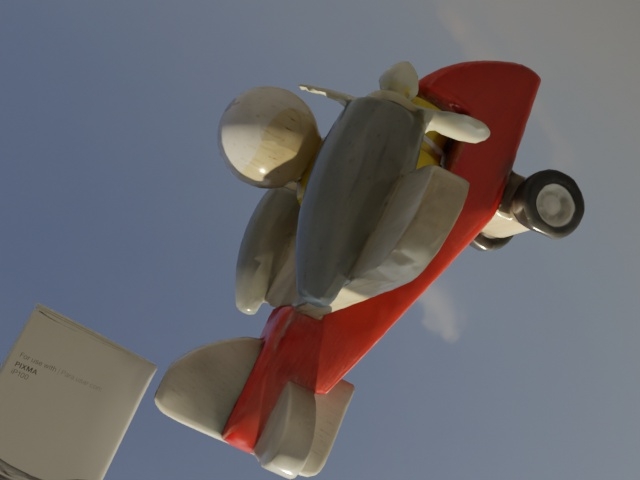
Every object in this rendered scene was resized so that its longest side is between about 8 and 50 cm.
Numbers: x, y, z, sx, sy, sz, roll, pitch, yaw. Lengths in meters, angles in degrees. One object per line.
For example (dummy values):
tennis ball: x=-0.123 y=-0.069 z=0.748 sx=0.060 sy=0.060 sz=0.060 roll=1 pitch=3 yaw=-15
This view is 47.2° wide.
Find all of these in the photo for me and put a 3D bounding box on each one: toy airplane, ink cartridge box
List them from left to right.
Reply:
ink cartridge box: x=-0.267 y=0.210 z=0.642 sx=0.117 sy=0.207 sz=0.283 roll=29 pitch=-107 yaw=-15
toy airplane: x=0.000 y=0.000 z=0.621 sx=0.272 sy=0.386 sz=0.384 roll=48 pitch=-148 yaw=-5
